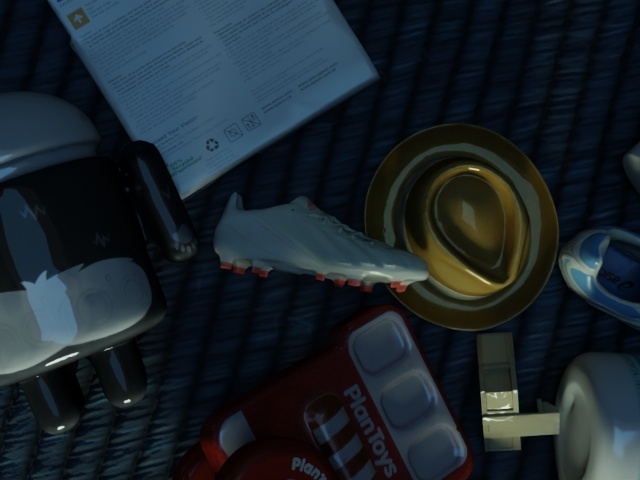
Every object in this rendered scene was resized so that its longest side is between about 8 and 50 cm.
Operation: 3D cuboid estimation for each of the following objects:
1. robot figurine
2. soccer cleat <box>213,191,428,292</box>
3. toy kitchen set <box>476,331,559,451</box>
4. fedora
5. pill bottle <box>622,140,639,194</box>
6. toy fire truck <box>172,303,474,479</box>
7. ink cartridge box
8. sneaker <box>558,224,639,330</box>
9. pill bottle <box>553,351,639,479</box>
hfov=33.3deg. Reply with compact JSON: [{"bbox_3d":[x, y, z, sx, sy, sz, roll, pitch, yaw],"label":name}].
[{"bbox_3d":[-0.232,0.015,0.887,0.209,0.173,0.278,-23,92,-48],"label":"robot figurine"},{"bbox_3d":[0.000,0.000,0.939,0.196,0.068,0.076,8,83,14],"label":"soccer cleat"},{"bbox_3d":[0.181,0.139,0.982,0.068,0.075,0.083,-4,129,8],"label":"toy kitchen set"},{"bbox_3d":[0.134,-0.013,0.960,0.194,0.079,0.194,0,90,-5],"label":"fedora"},{"bbox_3d":[0.369,-0.101,0.967,0.180,0.108,0.108,-38,92,-4],"label":"pill bottle"},{"bbox_3d":[0.035,0.236,0.920,0.254,0.169,0.302,-29,93,-23],"label":"toy fire truck"},{"bbox_3d":[-0.097,-0.181,0.960,0.223,0.045,0.224,-31,91,-5],"label":"ink cartridge box"},{"bbox_3d":[0.332,0.056,0.974,0.237,0.086,0.085,22,86,-5],"label":"sneaker"},{"bbox_3d":[0.351,0.175,0.942,0.264,0.146,0.146,2,89,-4],"label":"pill bottle"}]
